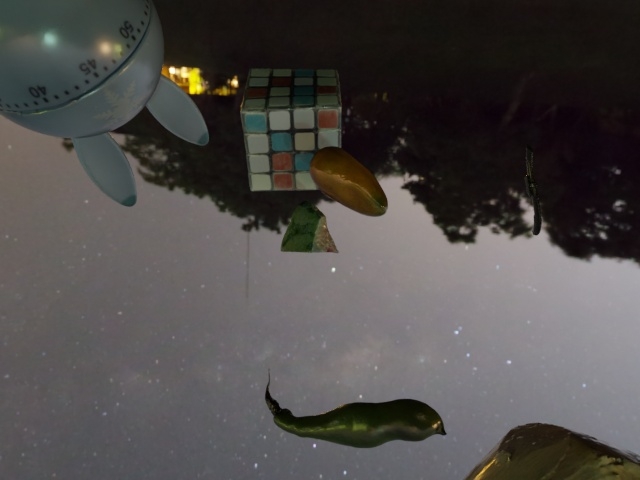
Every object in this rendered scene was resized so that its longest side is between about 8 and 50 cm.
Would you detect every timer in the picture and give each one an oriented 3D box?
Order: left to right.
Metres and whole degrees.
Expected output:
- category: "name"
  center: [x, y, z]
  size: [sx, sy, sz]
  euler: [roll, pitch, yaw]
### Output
- category: "timer"
  center: [-0.213, -0.155, 0.471]
  size: [0.175, 0.175, 0.255]
  euler: [2, 169, -2]

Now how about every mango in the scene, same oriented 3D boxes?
- category: "mango"
  center: [0.053, -0.109, 0.959]
  size: [0.165, 0.089, 0.115]
  euler: [34, 179, -22]

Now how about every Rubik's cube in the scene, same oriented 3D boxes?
- category: "Rubik's cube"
  center: [-0.073, -0.305, 1.411]
  size: [0.253, 0.259, 0.256]
  euler: [0, -140, -1]

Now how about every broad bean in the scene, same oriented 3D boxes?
- category: "broad bean"
  center: [0.044, 0.287, 0.838]
  size: [0.317, 0.098, 0.056]
  euler: [5, 176, 21]

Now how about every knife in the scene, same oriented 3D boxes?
- category: "knife"
  center: [0.477, -0.106, 1.154]
  size: [0.021, 0.222, 0.045]
  euler: [-15, -157, 2]

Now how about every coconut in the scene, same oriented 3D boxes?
- category: "coconut"
  center: [0.265, 0.305, 0.535]
  size: [0.230, 0.227, 0.227]
  euler: [-40, -151, -11]

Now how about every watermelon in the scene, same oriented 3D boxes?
- category: "watermelon"
  center: [-0.017, 0.009, 1.171]
  size: [0.098, 0.158, 0.121]
  euler: [21, -123, 41]
